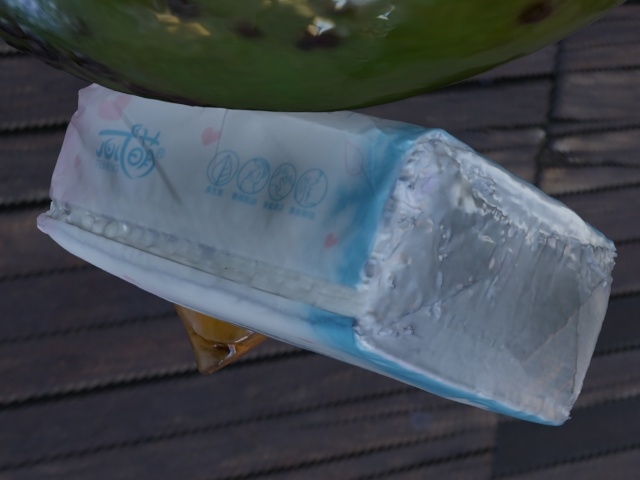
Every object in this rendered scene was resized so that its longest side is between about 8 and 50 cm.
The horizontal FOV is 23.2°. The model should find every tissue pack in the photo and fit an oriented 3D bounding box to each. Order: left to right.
[{"bbox_3d":[0.002,0.001,0.854,0.201,0.271,0.124,30,78,-45],"label":"tissue pack"}]

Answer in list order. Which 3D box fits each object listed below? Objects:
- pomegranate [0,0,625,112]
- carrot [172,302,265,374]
[{"bbox_3d":[-0.011,-0.180,0.429,0.290,0.323,0.291,4,117,7],"label":"pomegranate"},{"bbox_3d":[-0.091,-0.036,1.359,0.196,0.196,0.254,-32,87,-10],"label":"carrot"}]
